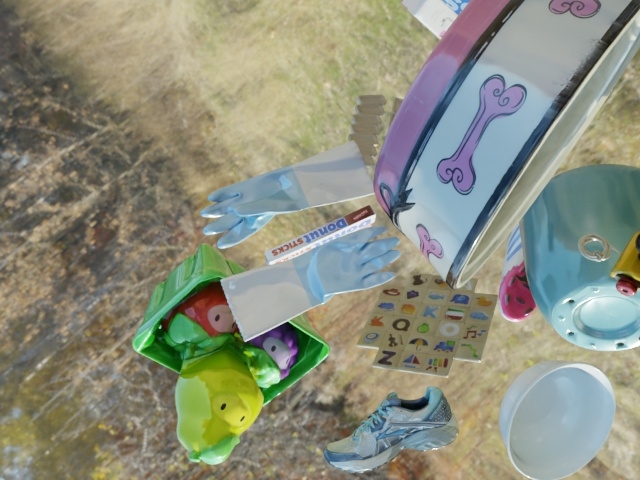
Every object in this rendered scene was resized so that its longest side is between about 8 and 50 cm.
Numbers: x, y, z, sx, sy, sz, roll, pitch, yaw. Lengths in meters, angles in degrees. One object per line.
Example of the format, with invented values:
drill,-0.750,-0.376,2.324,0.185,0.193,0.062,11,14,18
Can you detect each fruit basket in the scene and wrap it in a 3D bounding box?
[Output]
fruit basket,-0.181,0.242,1.402,0.392,0.283,0.392,44,-162,-18

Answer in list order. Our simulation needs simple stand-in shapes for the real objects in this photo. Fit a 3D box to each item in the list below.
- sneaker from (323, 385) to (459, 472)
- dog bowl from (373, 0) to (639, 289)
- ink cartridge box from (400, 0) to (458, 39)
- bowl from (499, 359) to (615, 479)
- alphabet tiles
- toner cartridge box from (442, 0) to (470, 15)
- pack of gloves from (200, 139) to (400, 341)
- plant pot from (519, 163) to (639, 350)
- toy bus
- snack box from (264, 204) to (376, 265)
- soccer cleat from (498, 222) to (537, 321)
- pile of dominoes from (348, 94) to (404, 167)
sneaker,0.134,0.376,1.423,0.110,0.282,0.122,-126,18,-78
dog bowl,0.220,-0.147,0.825,0.150,0.408,0.408,36,168,16
ink cartridge box,0.291,-0.504,1.614,0.198,0.067,0.115,32,-160,-27
bowl,0.533,0.400,1.637,0.298,0.298,0.134,52,174,-23
alphabet tiles,0.251,0.186,1.615,0.285,0.343,0.011,3,125,23
toner cartridge box,0.461,-0.546,1.768,0.347,0.075,0.165,26,164,0
pack of gloves,-0.023,-0.011,0.857,0.046,0.232,0.195,97,150,-71
plant pot,0.502,0.051,1.233,0.292,0.235,0.293,9,137,9
toy bus,0.473,0.036,0.905,0.104,0.202,0.191,81,178,-61
snack box,0.000,0.000,1.064,0.022,0.178,0.064,62,170,20
soccer cleat,0.544,0.070,1.855,0.116,0.331,0.143,25,163,-6
pile of dominoes,0.149,-0.193,1.375,0.195,0.251,0.040,14,138,-2
